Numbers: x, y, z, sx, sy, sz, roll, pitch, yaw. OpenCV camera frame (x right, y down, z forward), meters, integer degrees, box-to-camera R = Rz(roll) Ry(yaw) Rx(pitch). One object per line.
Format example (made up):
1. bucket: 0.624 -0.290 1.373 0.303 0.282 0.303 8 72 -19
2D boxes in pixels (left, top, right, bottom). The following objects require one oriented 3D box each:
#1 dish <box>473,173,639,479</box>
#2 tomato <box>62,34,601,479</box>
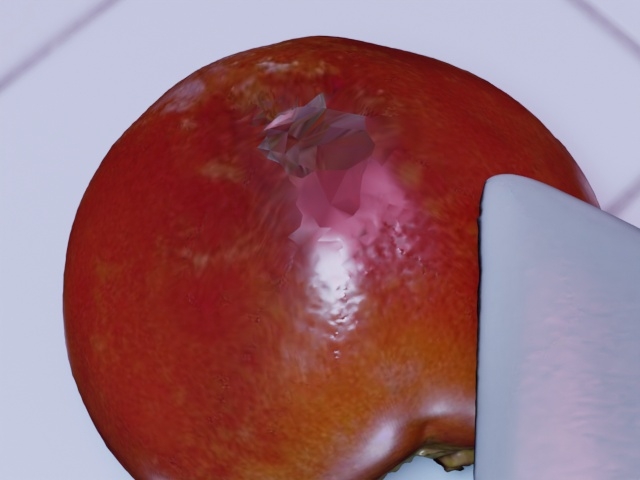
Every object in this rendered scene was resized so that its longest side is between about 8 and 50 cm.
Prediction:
1. dish: 0.137 0.103 0.576 0.080 0.182 0.243 -21 56 40
2. tomato: 0.000 0.000 0.664 0.233 0.139 0.200 -24 58 -6
